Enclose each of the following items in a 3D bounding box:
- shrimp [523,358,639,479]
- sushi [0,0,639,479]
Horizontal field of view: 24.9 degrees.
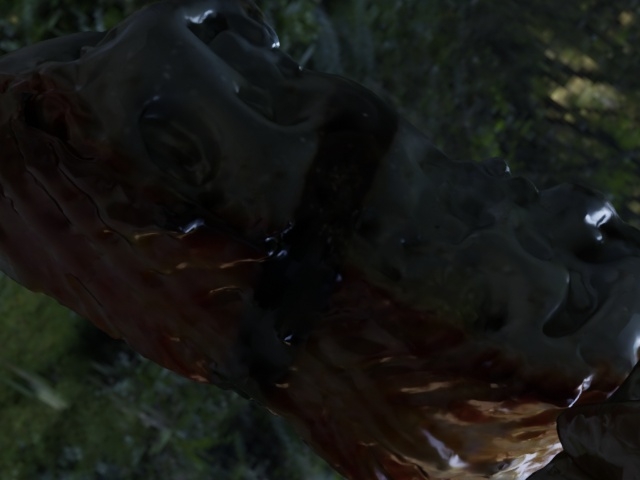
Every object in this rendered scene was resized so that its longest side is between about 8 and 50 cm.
[{"bbox_3d":[0.119,0.037,0.338,0.317,0.077,0.168,-49,173,23],"label":"shrimp"},{"bbox_3d":[0.000,0.000,0.570,0.130,0.332,0.124,-58,178,-38],"label":"sushi"}]
